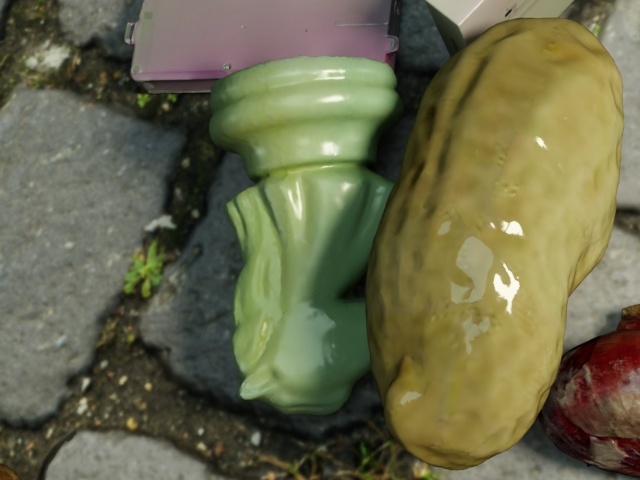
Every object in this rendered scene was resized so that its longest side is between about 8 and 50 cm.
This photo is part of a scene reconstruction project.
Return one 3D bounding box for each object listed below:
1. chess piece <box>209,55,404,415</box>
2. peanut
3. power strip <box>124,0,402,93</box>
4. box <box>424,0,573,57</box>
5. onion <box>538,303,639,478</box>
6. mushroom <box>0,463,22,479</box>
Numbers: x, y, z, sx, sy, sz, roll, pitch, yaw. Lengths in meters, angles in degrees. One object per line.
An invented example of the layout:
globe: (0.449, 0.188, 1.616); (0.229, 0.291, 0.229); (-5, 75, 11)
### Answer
chess piece: (0.000, 0.000, 1.175); (0.175, 0.176, 0.298); (-7, 83, 15)
peanut: (0.139, -0.004, 1.089); (0.169, 0.192, 0.387); (5, 64, 37)
power strip: (-0.054, -0.198, 1.303); (0.278, 0.037, 0.109); (1, 72, 18)
box: (0.161, -0.217, 1.193); (0.129, 0.130, 0.051); (-47, 64, -2)
onion: (0.269, 0.112, 1.066); (0.205, 0.098, 0.151); (-10, 71, 14)
mushroom: (-0.312, 0.251, 1.207); (0.109, 0.085, 0.126); (-1, 65, -20)
